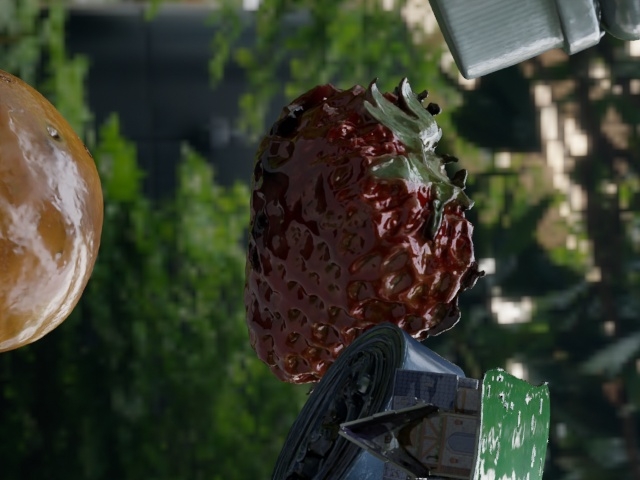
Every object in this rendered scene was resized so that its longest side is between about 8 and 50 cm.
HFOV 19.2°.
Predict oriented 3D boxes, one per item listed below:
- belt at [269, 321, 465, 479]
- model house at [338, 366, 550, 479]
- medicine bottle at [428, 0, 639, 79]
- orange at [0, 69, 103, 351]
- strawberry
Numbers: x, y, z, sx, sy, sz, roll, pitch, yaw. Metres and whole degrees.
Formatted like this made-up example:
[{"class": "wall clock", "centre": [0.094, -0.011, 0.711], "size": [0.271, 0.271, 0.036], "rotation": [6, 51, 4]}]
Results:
[{"class": "belt", "centre": [0.029, 0.157, 1.419], "size": [0.190, 0.082, 0.141], "rotation": [-60, -161, -11]}, {"class": "model house", "centre": [0.073, 0.131, 1.135], "size": [0.167, 0.088, 0.117], "rotation": [15, 82, -69]}, {"class": "medicine bottle", "centre": [0.215, -0.271, 1.455], "size": [0.245, 0.306, 0.245], "rotation": [-22, 90, -87]}, {"class": "orange", "centre": [-0.327, -0.033, 1.741], "size": [0.226, 0.284, 0.284], "rotation": [-35, -138, 21]}, {"class": "strawberry", "centre": [0.002, -0.018, 1.694], "size": [0.280, 0.150, 0.253], "rotation": [-33, -126, 47]}]
